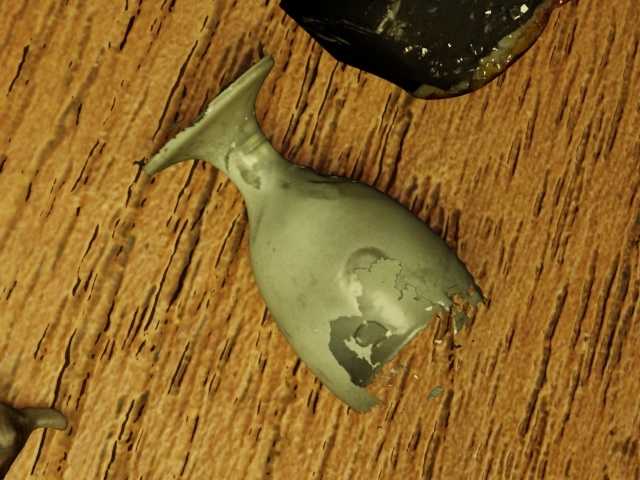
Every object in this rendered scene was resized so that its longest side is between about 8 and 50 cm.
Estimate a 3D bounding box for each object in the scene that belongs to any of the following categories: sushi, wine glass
[{"bbox_3d":[0.133,-0.265,1.164,0.212,0.215,0.227,38,82,-34],"label":"sushi"},{"bbox_3d":[-0.001,-0.002,1.117,0.190,0.190,0.357,-42,93,-19],"label":"wine glass"}]

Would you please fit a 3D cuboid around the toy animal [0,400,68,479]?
[{"bbox_3d":[-0.338,0.221,1.008,0.169,0.121,0.233,40,62,-28],"label":"toy animal"}]
